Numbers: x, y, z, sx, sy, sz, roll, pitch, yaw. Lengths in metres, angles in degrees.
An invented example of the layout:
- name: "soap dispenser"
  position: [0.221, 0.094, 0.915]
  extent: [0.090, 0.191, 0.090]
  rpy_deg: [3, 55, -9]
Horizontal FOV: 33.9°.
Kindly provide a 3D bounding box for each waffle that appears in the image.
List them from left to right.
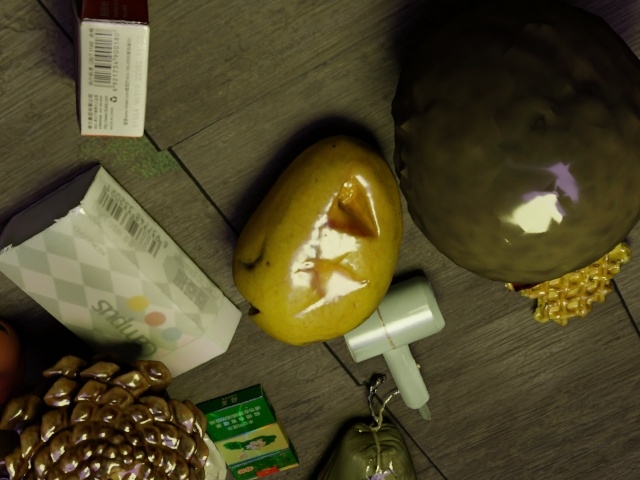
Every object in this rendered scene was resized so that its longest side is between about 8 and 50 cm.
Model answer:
- name: "waffle"
  position: [0.417, 0.047, 1.839]
  extent: [0.253, 0.056, 0.249]
  rpy_deg: [12, 126, -24]

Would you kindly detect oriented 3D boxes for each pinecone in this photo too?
- name: "pinecone"
  position: [-0.374, 0.357, 1.705]
  extent: [0.384, 0.384, 0.384]
  rpy_deg: [-6, 132, -7]

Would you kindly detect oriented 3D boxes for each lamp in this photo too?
- name: "lamp"
  position: [-0.571, 0.210, 1.691]
  extent: [0.187, 0.164, 0.188]
  rpy_deg: [-4, 128, -5]

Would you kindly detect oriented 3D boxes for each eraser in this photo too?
- name: "eraser"
  position: [-0.314, 0.075, 1.682]
  extent: [0.213, 0.082, 0.397]
  rpy_deg: [-28, 131, 14]

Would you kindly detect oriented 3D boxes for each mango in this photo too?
- name: "mango"
  position: [0.000, 0.000, 1.637]
  extent: [0.252, 0.182, 0.365]
  rpy_deg: [8, 117, -15]

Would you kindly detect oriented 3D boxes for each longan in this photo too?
- name: "longan"
  position: [0.271, -0.134, 1.429]
  extent: [0.391, 0.391, 0.391]
  rpy_deg: [-6, 132, -7]

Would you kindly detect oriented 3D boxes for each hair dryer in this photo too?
- name: "hair dryer"
  position: [0.160, 0.220, 1.898]
  extent: [0.173, 0.108, 0.357]
  rpy_deg: [-19, 132, 6]

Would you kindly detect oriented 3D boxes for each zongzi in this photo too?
- name: "zongzi"
  position: [0.017, 0.492, 2.066]
  extent: [0.418, 0.181, 0.447]
  rpy_deg: [-14, 129, 0]

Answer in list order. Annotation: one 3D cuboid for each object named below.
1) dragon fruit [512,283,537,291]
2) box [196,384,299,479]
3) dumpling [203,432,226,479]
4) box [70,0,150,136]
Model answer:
- name: "dragon fruit"
  position: [0.316, -0.012, 1.704]
  extent: [0.092, 0.122, 0.192]
  rpy_deg: [-21, 98, 28]
- name: "box"
  position: [-0.136, 0.376, 2.018]
  extent: [0.132, 0.034, 0.235]
  rpy_deg: [-18, 132, 3]
- name: "dumpling"
  position: [-0.283, 0.388, 1.921]
  extent: [0.258, 0.147, 0.193]
  rpy_deg: [33, 119, -15]
- name: "box"
  position: [-0.277, -0.244, 1.380]
  extent: [0.099, 0.133, 0.182]
  rpy_deg: [-1, 133, -13]
